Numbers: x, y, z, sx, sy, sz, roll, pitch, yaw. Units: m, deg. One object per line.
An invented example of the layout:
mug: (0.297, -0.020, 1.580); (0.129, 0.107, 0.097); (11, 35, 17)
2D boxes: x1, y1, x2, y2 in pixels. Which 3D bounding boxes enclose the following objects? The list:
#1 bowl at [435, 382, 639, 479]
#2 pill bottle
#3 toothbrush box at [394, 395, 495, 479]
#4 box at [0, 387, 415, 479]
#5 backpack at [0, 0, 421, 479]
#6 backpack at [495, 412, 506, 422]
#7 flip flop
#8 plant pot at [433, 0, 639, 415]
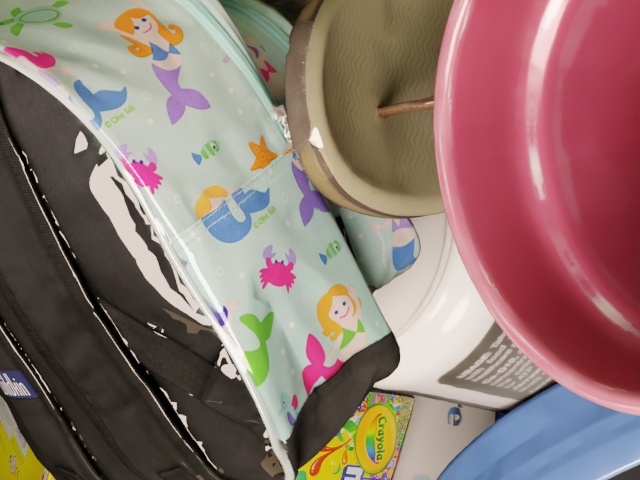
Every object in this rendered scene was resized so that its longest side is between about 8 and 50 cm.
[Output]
bowl: (0.249, 0.166, 1.054); (0.391, 0.077, 0.391); (-12, 148, -8)
pill bottle: (0.084, 0.016, 0.965); (0.161, 0.161, 0.283); (-6, 164, 41)
toothbrush box: (0.037, 0.147, 1.477); (0.126, 0.216, 0.295); (9, 168, -25)
box: (-0.121, 0.139, 1.327); (0.279, 0.177, 0.290); (10, -166, -25)
backpack: (-0.093, -0.015, 0.754); (0.225, 0.191, 0.253); (-10, 122, 49)
backpack: (0.304, 0.143, 1.370); (0.290, 0.273, 0.355); (12, -175, -19)
flip flop: (0.100, -0.060, 0.726); (0.277, 0.112, 0.080); (9, 166, -36)
plant pot: (0.174, -0.045, 0.616); (0.180, 0.201, 0.201); (-6, 177, -39)
